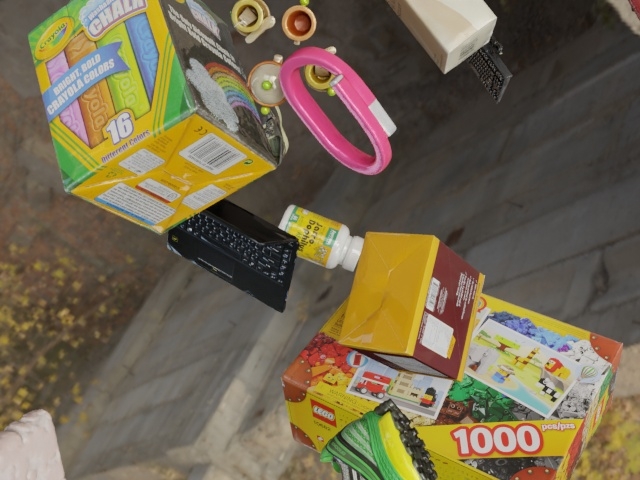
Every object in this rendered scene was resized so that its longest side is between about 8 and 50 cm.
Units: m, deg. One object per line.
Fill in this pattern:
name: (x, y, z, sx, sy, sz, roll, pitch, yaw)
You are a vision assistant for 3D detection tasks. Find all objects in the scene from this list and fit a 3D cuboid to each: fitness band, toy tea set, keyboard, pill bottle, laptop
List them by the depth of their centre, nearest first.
laptop: (-0.165, 0.006, 1.265, 0.234, 0.136, 0.264, 29, 136, 14)
fitness band: (0.034, -0.250, 1.667, 0.291, 0.054, 0.209, 51, 155, -20)
toy tea set: (-0.093, -0.436, 1.768, 0.200, 0.124, 0.336, -21, 101, 13)
keyboard: (0.360, -0.390, 1.832, 0.023, 0.180, 0.108, -4, 137, -22)
pill bottle: (0.000, 0.000, 2.096, 0.208, 0.117, 0.117, 22, 147, 3)

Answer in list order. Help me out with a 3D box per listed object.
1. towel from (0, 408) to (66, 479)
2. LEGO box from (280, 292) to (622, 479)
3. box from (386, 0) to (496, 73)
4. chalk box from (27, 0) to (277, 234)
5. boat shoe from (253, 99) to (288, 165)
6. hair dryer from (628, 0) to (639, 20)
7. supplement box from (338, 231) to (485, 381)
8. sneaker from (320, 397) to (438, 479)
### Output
towel: (-0.417, 0.423, 1.059, 0.053, 0.332, 0.317, -3, 105, 17)
LEGO box: (0.241, 0.282, 1.567, 0.500, 0.372, 0.193, 19, 138, 28)
box: (0.206, -0.506, 1.699, 0.311, 0.121, 0.148, 53, -179, 9)
chalk box: (-0.202, -0.187, 0.979, 0.179, 0.289, 0.180, -29, 153, 16)
boat shoe: (-0.132, -0.276, 2.110, 0.080, 0.073, 0.223, -10, 140, 11)
hair dryer: (0.410, -0.354, 1.138, 0.293, 0.080, 0.223, 27, 140, 27)
supplement box: (0.154, 0.109, 1.382, 0.129, 0.191, 0.194, 3, 161, 37)
sneaker: (0.104, 0.386, 1.101, 0.146, 0.343, 0.134, -32, 138, 10)
